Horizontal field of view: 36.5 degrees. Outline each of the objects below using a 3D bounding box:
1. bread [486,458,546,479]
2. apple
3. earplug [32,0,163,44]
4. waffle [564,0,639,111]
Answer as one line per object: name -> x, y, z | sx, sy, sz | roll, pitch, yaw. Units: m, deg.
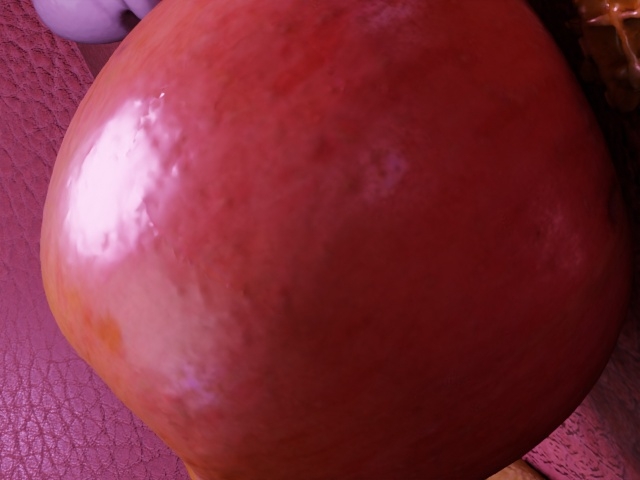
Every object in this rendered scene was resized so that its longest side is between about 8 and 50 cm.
bread -> 0.180, 0.333, 0.954 | 0.270, 0.148, 0.270 | 57, 165, 25
apple -> 0.000, 0.000, 0.615 | 0.364, 0.363, 0.364 | 57, 164, 26
earplug -> -0.299, -0.376, 1.354 | 0.325, 0.175, 0.214 | -7, 112, 63
waffle -> 0.132, -0.158, 0.475 | 0.161, 0.046, 0.192 | 49, 162, 37
